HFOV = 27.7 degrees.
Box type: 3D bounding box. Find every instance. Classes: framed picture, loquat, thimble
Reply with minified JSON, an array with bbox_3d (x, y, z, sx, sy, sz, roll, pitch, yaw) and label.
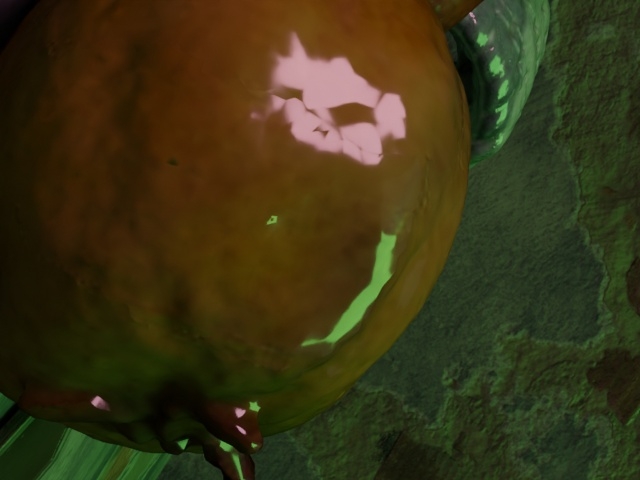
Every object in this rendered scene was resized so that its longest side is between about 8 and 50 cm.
[{"bbox_3d":[-0.262,0.198,1.034,0.231,0.018,0.293,-59,177,38],"label":"framed picture"},{"bbox_3d":[-0.046,-0.027,0.525,0.238,0.193,0.238,-52,-157,34],"label":"loquat"},{"bbox_3d":[0.095,-0.173,1.182,0.250,0.205,0.172,96,15,-44],"label":"thimble"}]

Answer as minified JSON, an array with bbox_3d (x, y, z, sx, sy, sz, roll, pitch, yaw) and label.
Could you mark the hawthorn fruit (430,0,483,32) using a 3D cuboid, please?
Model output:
[{"bbox_3d":[0.029,-0.186,0.602,0.162,0.163,0.203,-57,161,-3],"label":"hawthorn fruit"}]
